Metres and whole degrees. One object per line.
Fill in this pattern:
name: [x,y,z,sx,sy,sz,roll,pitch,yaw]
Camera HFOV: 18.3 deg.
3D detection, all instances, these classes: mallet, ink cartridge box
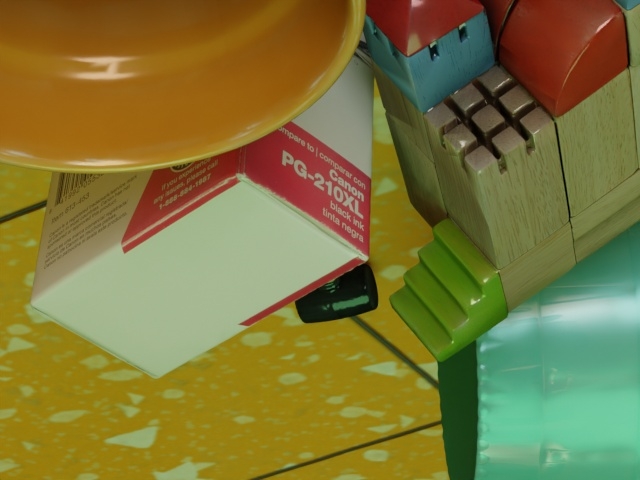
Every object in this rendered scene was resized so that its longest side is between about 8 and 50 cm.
mallet: [0.000,0.000,1.453,0.062,0.039,0.189,-7,145,6]
ink cartridge box: [-0.060,-0.069,1.115,0.172,0.237,0.100,-30,131,35]

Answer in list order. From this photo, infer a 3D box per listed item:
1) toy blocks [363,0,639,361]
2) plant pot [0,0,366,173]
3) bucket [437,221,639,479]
toy blocks: [0.169,-0.135,1.031,0.381,0.191,0.261,-34,148,-8]
plant pot: [-0.093,-0.160,0.834,0.205,0.188,0.205,-5,150,-3]
bucket: [0.180,0.062,1.362,0.183,0.281,0.281,-2,149,-3]
